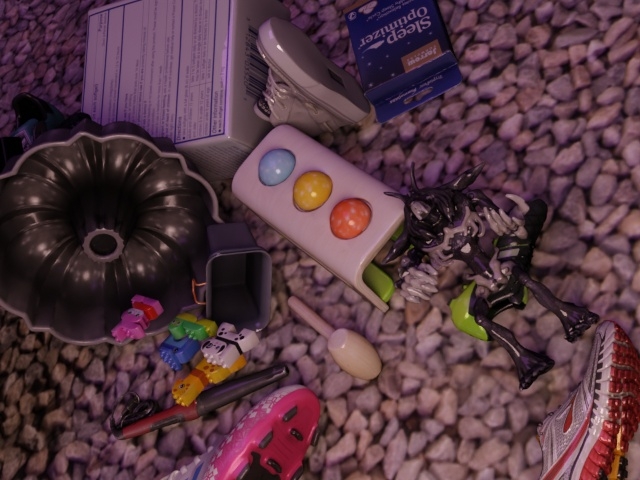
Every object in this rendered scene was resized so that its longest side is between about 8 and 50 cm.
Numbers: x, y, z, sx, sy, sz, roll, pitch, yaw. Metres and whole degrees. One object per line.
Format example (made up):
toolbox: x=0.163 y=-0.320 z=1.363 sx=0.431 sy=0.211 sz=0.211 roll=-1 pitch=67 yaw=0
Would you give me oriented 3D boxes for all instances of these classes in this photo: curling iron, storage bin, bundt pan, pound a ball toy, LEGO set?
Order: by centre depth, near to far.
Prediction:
pound a ball toy: x=0.000 y=0.000 z=1.280 sx=0.208 sy=0.136 sz=0.319 roll=-49 pitch=47 yaw=-4
LEGO set: x=-0.177 y=0.152 z=1.305 sx=0.227 sy=0.087 sz=0.093 roll=11 pitch=47 yaw=40
curling iron: x=-0.165 y=0.204 z=1.324 sx=0.274 sy=0.035 sz=0.068 roll=-20 pitch=52 yaw=22
storage bin: x=-0.122 y=0.045 z=1.333 sx=0.098 sy=0.135 sz=0.091 roll=-6 pitch=36 yaw=-14
bundt pan: x=-0.297 y=-0.022 z=1.385 sx=0.330 sy=0.331 sz=0.124 roll=-36 pitch=31 yaw=9

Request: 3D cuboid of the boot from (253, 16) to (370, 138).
boot: x=-0.041 y=-0.199 z=1.360 sx=0.123 sy=0.258 sz=0.095 roll=-27 pitch=62 yaw=21

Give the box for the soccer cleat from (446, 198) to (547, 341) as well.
soccer cleat: x=0.219 y=0.036 z=1.170 sx=0.072 sy=0.060 sz=0.179 roll=33 pitch=89 yaw=33

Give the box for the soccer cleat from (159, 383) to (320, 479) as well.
soccer cleat: x=-0.135 y=0.292 z=1.192 sx=0.143 sy=0.116 sz=0.331 roll=28 pitch=79 yaw=41

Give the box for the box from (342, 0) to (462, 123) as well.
box: x=0.115 y=-0.282 z=1.456 sx=0.136 sy=0.036 sz=0.225 roll=-25 pitch=52 yaw=18

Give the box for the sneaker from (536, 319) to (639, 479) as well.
sneaker: x=0.262 y=0.181 z=1.022 sx=0.092 sy=0.088 sz=0.225 roll=2 pitch=60 yaw=41

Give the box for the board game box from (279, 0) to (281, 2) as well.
board game box: x=-0.127 y=-0.311 z=1.634 sx=0.136 sy=0.035 sz=0.201 roll=-18 pitch=53 yaw=23

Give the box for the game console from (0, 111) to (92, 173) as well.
game console: x=-0.432 y=-0.074 z=1.545 sx=0.361 sy=0.044 sz=0.213 roll=-24 pitch=75 yaw=47

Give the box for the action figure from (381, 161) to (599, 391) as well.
action figure: x=0.165 y=0.018 z=1.089 sx=0.164 sy=0.141 sz=0.276 roll=-45 pitch=73 yaw=5

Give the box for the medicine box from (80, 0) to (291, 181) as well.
medicine box: x=-0.205 y=-0.228 z=1.515 sx=0.289 sy=0.149 sz=0.264 roll=-8 pitch=73 yaw=30

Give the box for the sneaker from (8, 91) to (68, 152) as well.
sneaker: x=-0.468 y=-0.120 z=1.676 sx=0.108 sy=0.121 sz=0.302 roll=-30 pitch=49 yaw=14
